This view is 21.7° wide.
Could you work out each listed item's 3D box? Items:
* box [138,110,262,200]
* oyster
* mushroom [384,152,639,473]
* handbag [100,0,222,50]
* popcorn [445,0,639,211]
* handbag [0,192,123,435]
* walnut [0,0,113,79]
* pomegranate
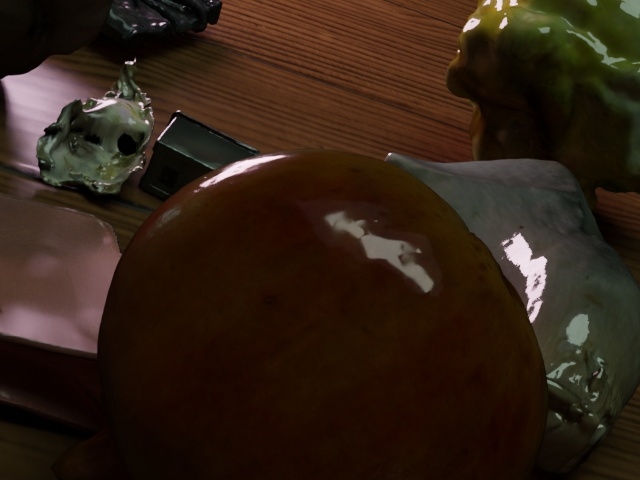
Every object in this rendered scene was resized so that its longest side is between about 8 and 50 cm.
[{"bbox_3d":[-0.103,-0.059,1.395,0.085,0.060,0.063,27,26,2],"label":"box"},{"bbox_3d":[-0.176,-0.082,1.394,0.106,0.061,0.200,32,30,12],"label":"oyster"},{"bbox_3d":[0.174,0.051,1.347,0.177,0.126,0.397,7,26,-17],"label":"mushroom"},{"bbox_3d":[-0.207,-0.265,1.754,0.175,0.088,0.270,35,22,5],"label":"handbag"},{"bbox_3d":[0.278,-0.187,1.794,0.312,0.312,0.312,21,21,-9],"label":"popcorn"},{"bbox_3d":[-0.197,0.034,1.065,0.157,0.059,0.212,16,21,-23],"label":"handbag"},{"bbox_3d":[-0.298,-0.265,1.432,0.273,0.273,0.227,35,-9,26],"label":"walnut"},{"bbox_3d":[-0.017,0.083,0.923,0.252,0.270,0.229,60,-2,4],"label":"pomegranate"}]
